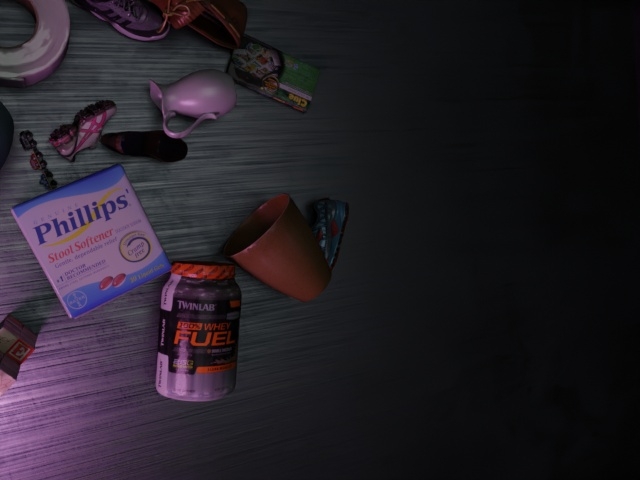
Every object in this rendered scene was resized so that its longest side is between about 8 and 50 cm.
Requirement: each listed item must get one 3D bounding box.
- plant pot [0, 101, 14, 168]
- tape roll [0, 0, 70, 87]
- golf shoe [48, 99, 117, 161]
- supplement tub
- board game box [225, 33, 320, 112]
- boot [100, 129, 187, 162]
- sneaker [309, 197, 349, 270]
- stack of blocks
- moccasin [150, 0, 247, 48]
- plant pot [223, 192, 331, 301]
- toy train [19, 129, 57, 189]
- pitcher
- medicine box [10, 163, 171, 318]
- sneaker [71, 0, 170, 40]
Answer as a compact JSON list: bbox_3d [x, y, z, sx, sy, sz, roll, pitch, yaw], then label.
[{"bbox_3d":[-0.805,-0.224,1.203,0.293,0.293,0.235,39,61,-21],"label":"plant pot"},{"bbox_3d":[-0.731,-0.503,1.316,0.286,0.100,0.286,-1,92,-25],"label":"tape roll"},{"bbox_3d":[-0.579,-0.277,1.423,0.186,0.067,0.086,-45,138,-19],"label":"golf shoe"},{"bbox_3d":[-0.313,0.226,1.479,0.207,0.207,0.337,3,91,-25],"label":"supplement tub"},{"bbox_3d":[-0.134,-0.478,1.633,0.260,0.030,0.136,19,82,-24],"label":"board game box"},{"bbox_3d":[-0.452,-0.250,1.472,0.219,0.106,0.082,0,102,-56],"label":"boot"},{"bbox_3d":[0.000,0.000,1.693,0.125,0.104,0.261,16,97,8],"label":"sneaker"},{"bbox_3d":[-0.719,0.275,1.243,0.087,0.297,0.171,45,75,-19],"label":"stack of blocks"},{"bbox_3d":[-0.340,-0.586,1.420,0.380,0.139,0.146,14,75,-58],"label":"moccasin"},{"bbox_3d":[-0.091,0.041,1.562,0.254,0.237,0.237,46,74,-21],"label":"plant pot"},{"bbox_3d":[-0.688,-0.191,1.388,0.036,0.027,0.158,-26,102,-18],"label":"toy train"},{"bbox_3d":[-0.322,-0.355,1.487,0.207,0.125,0.177,-14,74,-19],"label":"pitcher"},{"bbox_3d":[-0.552,-0.003,1.392,0.264,0.149,0.289,-28,104,-21],"label":"medicine box"},{"bbox_3d":[-0.492,-0.587,1.394,0.269,0.153,0.101,22,83,-24],"label":"sneaker"}]
